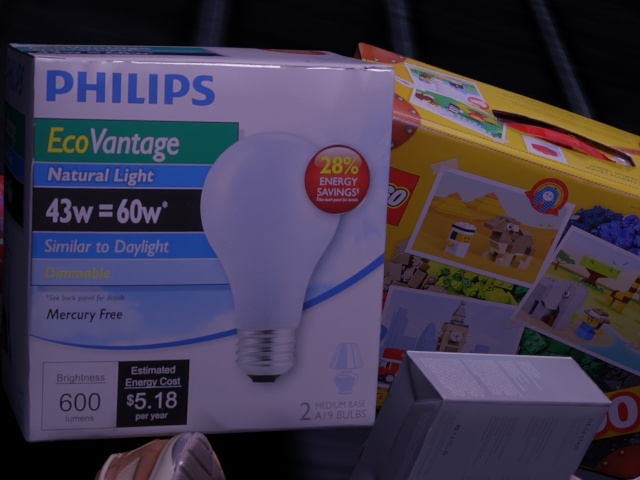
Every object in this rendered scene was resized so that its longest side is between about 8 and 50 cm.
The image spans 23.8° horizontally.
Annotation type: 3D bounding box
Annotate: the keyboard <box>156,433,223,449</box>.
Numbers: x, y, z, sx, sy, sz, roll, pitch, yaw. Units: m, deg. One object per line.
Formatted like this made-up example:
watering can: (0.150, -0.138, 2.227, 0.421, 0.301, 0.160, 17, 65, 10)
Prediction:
keyboard: (-0.187, 0.167, 1.648, 0.192, 0.038, 0.100, 29, 50, 9)

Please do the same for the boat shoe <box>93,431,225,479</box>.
boat shoe: (-0.186, 0.294, 1.328, 0.116, 0.123, 0.324, -5, 28, 22)

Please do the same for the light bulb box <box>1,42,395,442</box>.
light bulb box: (-0.131, -0.009, 1.515, 0.357, 0.361, 0.225, -1, 10, -18)

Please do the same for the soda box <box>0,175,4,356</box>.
soda box: (-0.358, 0.024, 1.709, 0.092, 0.083, 0.263, 8, 29, -28)

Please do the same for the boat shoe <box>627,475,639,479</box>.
boat shoe: (0.400, 0.295, 1.848, 0.100, 0.035, 0.035, -2, 36, -41)

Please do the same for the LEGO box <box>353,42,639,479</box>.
LEGO box: (0.216, 0.033, 1.817, 0.500, 0.373, 0.193, 17, 27, -12)

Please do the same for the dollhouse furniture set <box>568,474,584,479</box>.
dollhouse furniture set: (0.123, 0.348, 1.196, 0.256, 0.362, 0.394, 29, -1, 11)

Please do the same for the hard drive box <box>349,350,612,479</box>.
hard drive box: (0.173, 0.220, 1.651, 0.232, 0.181, 0.089, 6, 29, -32)
